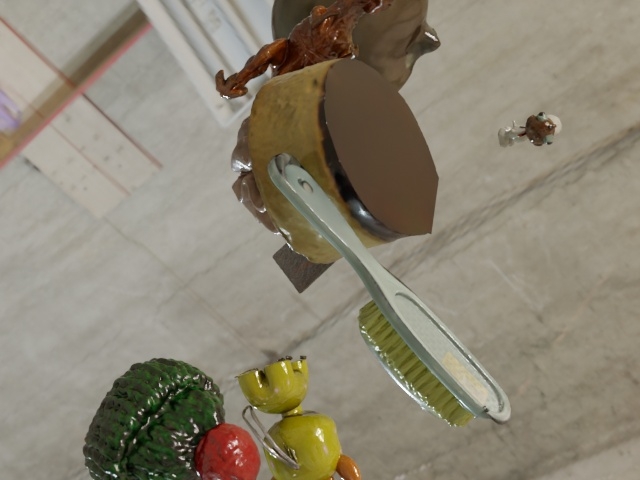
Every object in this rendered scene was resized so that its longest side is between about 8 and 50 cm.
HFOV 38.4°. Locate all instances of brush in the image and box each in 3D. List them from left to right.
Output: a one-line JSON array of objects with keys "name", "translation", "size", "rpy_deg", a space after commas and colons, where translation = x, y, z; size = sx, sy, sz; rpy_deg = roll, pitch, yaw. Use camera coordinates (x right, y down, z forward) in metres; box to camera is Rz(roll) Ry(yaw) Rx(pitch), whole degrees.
[{"name": "brush", "translation": [0.044, 0.052, 0.786], "size": [0.060, 0.297, 0.068], "rpy_deg": [-43, 174, 26]}]

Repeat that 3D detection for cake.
[{"name": "cake", "translation": [-0.007, -0.063, 0.914], "size": [0.178, 0.207, 0.185], "rpy_deg": [-27, -175, 33]}]

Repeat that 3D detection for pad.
[{"name": "pad", "translation": [0.000, 0.000, 1.307], "size": [0.143, 0.003, 0.211], "rpy_deg": [-43, -161, -2]}]

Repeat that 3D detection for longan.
[{"name": "longan", "translation": [0.064, -0.382, 1.617], "size": [0.300, 0.300, 0.243], "rpy_deg": [-36, -157, 21]}]

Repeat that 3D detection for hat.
[{"name": "hat", "translation": [-0.255, 0.367, 1.663], "size": [0.332, 0.242, 0.274], "rpy_deg": [13, -100, 42]}]

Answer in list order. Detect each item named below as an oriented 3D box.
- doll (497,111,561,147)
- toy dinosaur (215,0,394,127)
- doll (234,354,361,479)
[{"name": "doll", "translation": [0.251, -0.133, 1.112], "size": [0.085, 0.040, 0.058], "rpy_deg": [-6, -173, 36]}, {"name": "toy dinosaur", "translation": [-0.053, -0.219, 1.230], "size": [0.432, 0.097, 0.208], "rpy_deg": [-31, -171, 42]}, {"name": "doll", "translation": [-0.031, 0.273, 1.280], "size": [0.143, 0.221, 0.135], "rpy_deg": [-19, 171, 15]}]
